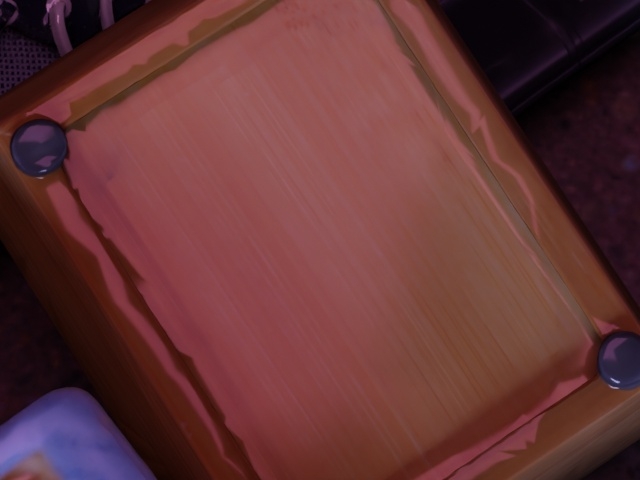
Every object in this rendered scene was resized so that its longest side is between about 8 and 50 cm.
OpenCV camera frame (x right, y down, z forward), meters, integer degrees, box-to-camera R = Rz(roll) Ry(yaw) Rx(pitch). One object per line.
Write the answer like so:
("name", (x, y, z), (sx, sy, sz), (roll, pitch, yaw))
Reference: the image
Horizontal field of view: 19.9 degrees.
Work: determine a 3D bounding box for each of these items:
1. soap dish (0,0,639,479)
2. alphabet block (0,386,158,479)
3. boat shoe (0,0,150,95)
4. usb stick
("soap dish", (0.001, 0.010, 0.802), (0.229, 0.118, 0.291), (-33, 88, -7))
("alphabet block", (-0.106, 0.208, 0.723), (0.193, 0.197, 0.192), (-35, 67, -12))
("boat shoe", (-0.111, -0.124, 0.911), (0.158, 0.127, 0.340), (9, 65, 16))
("usb stick", (0.149, -0.141, 0.936), (0.278, 0.045, 0.077), (-36, 64, -18))
